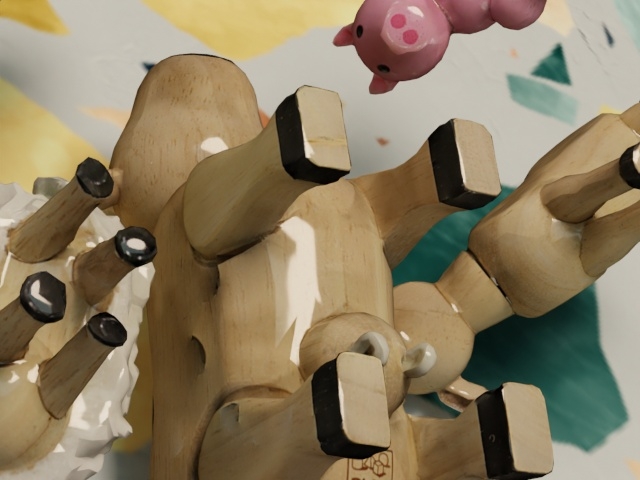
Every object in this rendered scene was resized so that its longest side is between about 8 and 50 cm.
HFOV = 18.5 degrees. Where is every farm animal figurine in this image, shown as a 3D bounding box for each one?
[{"bbox_3d":[0.000,0.000,0.731,0.330,0.172,0.327,27,51,-25],"label":"farm animal figurine"}]
